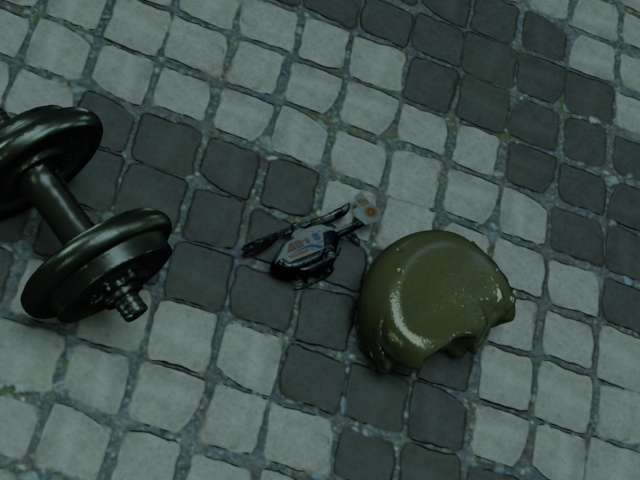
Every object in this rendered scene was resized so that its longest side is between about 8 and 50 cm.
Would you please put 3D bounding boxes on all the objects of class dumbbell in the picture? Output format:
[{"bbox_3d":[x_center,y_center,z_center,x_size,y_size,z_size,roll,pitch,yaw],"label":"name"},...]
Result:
[{"bbox_3d":[-0.286,-0.030,1.386,0.192,0.192,0.290,-30,78,-31],"label":"dumbbell"}]

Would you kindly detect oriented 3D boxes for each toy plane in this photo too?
[{"bbox_3d":[0.001,0.000,1.566,0.197,0.053,0.078,-27,66,-26],"label":"toy plane"}]

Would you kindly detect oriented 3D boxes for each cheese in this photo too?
[{"bbox_3d":[0.130,0.083,1.548,0.175,0.091,0.202,47,59,7],"label":"cheese"}]
